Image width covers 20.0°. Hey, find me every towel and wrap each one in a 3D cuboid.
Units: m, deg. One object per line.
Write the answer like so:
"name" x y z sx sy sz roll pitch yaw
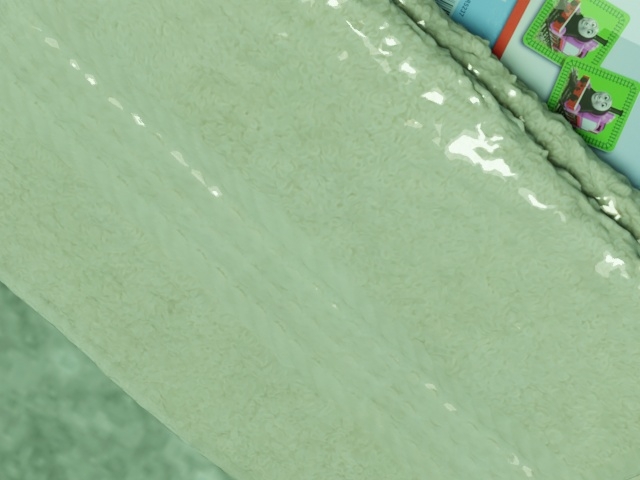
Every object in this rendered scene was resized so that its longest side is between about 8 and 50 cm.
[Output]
"towel" 0.000 0.000 0.607 0.282 0.049 0.187 43 124 -10

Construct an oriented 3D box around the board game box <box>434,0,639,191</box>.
"board game box" 0.135 -0.084 0.577 0.211 0.039 0.160 27 113 2
